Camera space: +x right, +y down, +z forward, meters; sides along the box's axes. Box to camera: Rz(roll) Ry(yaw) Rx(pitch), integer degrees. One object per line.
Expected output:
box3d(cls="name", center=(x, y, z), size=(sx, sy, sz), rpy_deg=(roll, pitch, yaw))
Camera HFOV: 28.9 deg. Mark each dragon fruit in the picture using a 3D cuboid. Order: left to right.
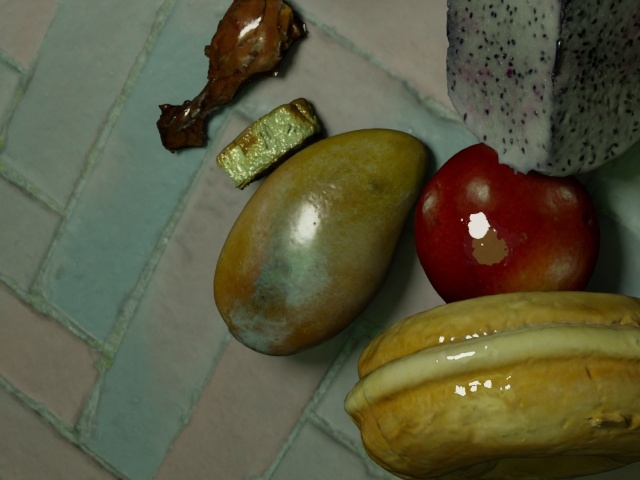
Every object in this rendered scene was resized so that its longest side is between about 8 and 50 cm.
box3d(cls="dragon fruit", center=(0.291, -0.240, 1.514), size=(0.221, 0.204, 0.283), rpy_deg=(27, 123, 49))

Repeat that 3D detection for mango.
box3d(cls="mango", center=(0.000, 0.000, 1.705), size=(0.221, 0.199, 0.384), rpy_deg=(47, 104, 13))

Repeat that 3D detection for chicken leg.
box3d(cls="chicken leg", center=(-0.140, -0.230, 1.775), size=(0.113, 0.093, 0.304), rpy_deg=(42, 121, -2))

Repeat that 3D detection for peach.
box3d(cls="peach", center=(0.235, -0.014, 1.583), size=(0.243, 0.199, 0.244), rpy_deg=(-2, 85, 19))

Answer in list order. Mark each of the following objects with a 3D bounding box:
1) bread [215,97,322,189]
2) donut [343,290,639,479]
box3d(cls="bread", center=(-0.071, -0.134, 1.737), size=(0.140, 0.128, 0.069), rpy_deg=(-34, 91, 27))
box3d(cls="donut", center=(0.249, 0.183, 1.505), size=(0.448, 0.449, 0.198), rpy_deg=(-16, 68, 27))
